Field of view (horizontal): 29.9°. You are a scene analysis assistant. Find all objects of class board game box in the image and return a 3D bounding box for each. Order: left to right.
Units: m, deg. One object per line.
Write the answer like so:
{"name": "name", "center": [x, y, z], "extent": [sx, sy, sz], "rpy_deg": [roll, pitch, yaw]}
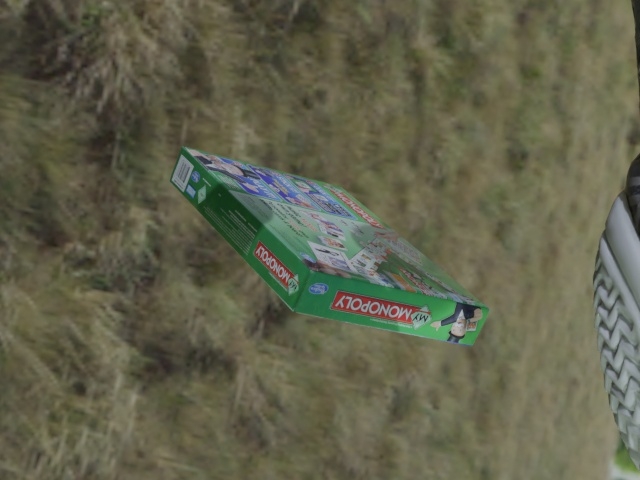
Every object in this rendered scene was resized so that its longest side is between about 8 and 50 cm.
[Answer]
{"name": "board game box", "center": [0.000, 0.000, 1.222], "extent": [0.213, 0.317, 0.046], "rpy_deg": [14, 107, -33]}

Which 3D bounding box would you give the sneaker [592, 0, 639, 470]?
{"name": "sneaker", "center": [0.176, -0.086, 0.351], "extent": [0.137, 0.210, 0.366], "rpy_deg": [-6, 89, -30]}
